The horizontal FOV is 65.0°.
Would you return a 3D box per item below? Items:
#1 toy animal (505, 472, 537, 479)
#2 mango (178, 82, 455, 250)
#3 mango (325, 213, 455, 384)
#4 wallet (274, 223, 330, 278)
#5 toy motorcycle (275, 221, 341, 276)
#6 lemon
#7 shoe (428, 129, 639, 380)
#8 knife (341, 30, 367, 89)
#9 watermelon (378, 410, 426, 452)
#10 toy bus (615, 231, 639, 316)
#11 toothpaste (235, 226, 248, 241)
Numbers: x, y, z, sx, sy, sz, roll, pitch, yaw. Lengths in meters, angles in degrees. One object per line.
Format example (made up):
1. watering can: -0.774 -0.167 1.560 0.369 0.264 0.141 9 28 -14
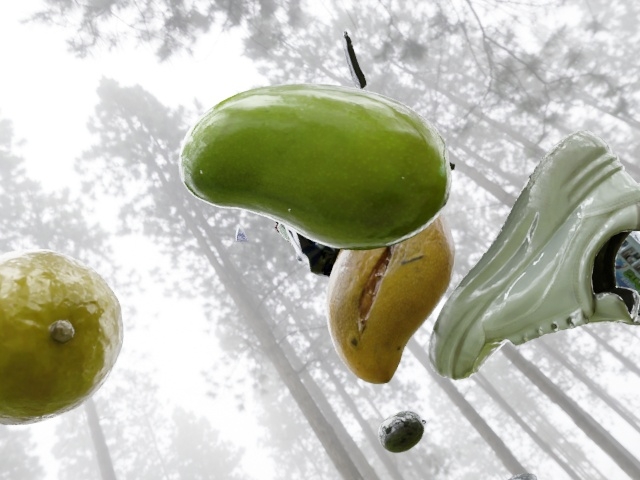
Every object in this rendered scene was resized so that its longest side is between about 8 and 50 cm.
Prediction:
1. toy animal: 0.057 0.101 0.128 0.050 0.028 0.084 18 -110 -52
2. mango: -0.003 -0.083 0.544 0.293 0.175 0.143 8 -10 0
3. mango: 0.102 0.064 0.770 0.295 0.177 0.120 -64 -19 -17
4. wallet: 0.000 0.000 1.045 0.103 0.196 0.020 -52 -8 24
5. toy motorcycle: -0.013 -0.046 0.876 0.125 0.196 0.331 -40 -15 -22
6. lemon: -0.534 0.175 0.929 0.348 0.348 0.348 -21 -44 -22
7. shoe: 0.247 0.055 0.527 0.124 0.159 0.316 -5 -55 -46
8. knife: 0.063 -0.346 0.972 0.018 0.031 0.121 -39 -46 -12
9. watermelon: 0.176 0.412 1.083 0.111 0.078 0.078 -36 -39 12
10. toy bus: 0.710 0.068 1.158 0.136 0.329 0.109 -46 -3 39
11. toothpaste: -0.153 -0.009 0.973 0.024 0.083 0.015 0 -74 -11
